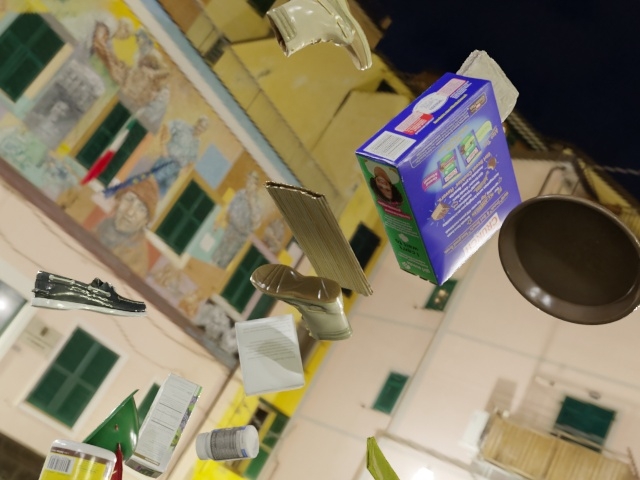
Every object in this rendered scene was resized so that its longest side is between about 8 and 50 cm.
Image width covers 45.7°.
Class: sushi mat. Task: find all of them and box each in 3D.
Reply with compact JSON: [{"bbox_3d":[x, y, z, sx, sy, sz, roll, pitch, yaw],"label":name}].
[{"bbox_3d":[0.000,0.000,1.573,0.152,0.019,0.316,16,-32,38],"label":"sushi mat"}]

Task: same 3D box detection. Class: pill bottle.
[{"bbox_3d":[-0.440,0.461,1.311,0.117,0.214,0.117,12,-21,5],"label":"pill bottle"},{"bbox_3d":[-0.223,0.486,1.813,0.137,0.078,0.078,-10,-35,15],"label":"pill bottle"}]

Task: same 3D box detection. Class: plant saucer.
[{"bbox_3d":[0.458,0.032,1.383,0.278,0.041,0.277,25,-45,27],"label":"plant saucer"}]

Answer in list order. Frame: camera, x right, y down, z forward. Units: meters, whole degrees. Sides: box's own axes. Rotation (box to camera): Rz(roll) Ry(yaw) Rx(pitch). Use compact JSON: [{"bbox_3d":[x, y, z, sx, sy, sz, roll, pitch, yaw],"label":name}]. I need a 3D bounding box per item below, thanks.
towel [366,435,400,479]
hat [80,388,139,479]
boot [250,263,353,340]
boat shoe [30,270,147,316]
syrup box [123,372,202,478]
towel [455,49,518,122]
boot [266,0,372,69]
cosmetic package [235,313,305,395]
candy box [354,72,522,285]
[{"bbox_3d":[0.163,0.546,1.675,0.021,0.102,0.237,-26,-68,14],"label":"towel"},{"bbox_3d":[-0.407,0.455,1.640,0.183,0.208,0.173,46,19,-1],"label":"hat"},{"bbox_3d":[-0.038,0.135,1.614,0.213,0.077,0.165,13,-35,27],"label":"boot"},{"bbox_3d":[-0.559,0.135,1.877,0.114,0.091,0.303,-3,-12,42],"label":"boat shoe"},{"bbox_3d":[-0.391,0.462,1.897,0.096,0.236,0.093,27,-33,-9],"label":"syrup box"},{"bbox_3d":[0.346,-0.300,1.825,0.187,0.282,0.049,40,-2,-36],"label":"towel"},{"bbox_3d":[0.000,-0.515,1.943,0.262,0.203,0.095,59,-10,-25],"label":"boot"},{"bbox_3d":[-0.132,0.297,1.949,0.151,0.183,0.151,-8,-13,-7],"label":"cosmetic package"},{"bbox_3d":[0.239,-0.115,1.469,0.122,0.268,0.317,27,-29,46],"label":"candy box"}]
